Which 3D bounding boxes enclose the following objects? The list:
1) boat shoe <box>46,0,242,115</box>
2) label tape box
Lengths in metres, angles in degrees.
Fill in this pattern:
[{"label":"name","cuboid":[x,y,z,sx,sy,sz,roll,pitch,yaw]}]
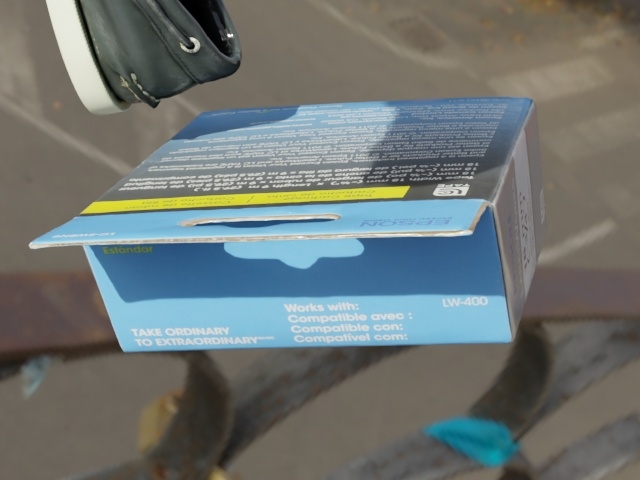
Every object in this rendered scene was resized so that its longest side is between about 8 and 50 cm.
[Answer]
[{"label":"boat shoe","cuboid":[-0.116,-0.226,0.952,0.113,0.340,0.127,-4,32,11]},{"label":"label tape box","cuboid":[0.000,0.000,0.997,0.240,0.106,0.334,-2,16,14]}]
